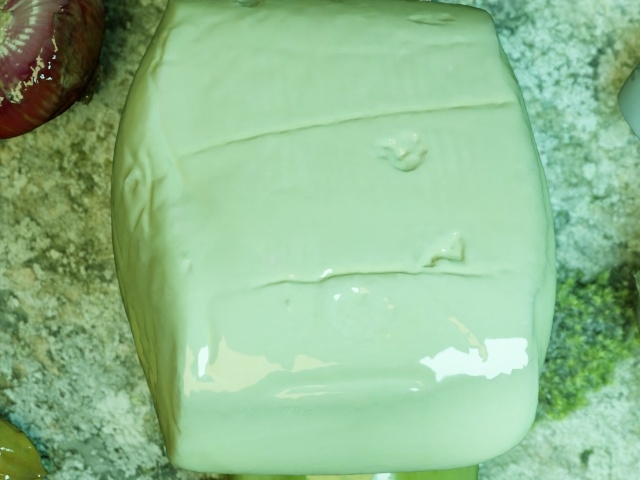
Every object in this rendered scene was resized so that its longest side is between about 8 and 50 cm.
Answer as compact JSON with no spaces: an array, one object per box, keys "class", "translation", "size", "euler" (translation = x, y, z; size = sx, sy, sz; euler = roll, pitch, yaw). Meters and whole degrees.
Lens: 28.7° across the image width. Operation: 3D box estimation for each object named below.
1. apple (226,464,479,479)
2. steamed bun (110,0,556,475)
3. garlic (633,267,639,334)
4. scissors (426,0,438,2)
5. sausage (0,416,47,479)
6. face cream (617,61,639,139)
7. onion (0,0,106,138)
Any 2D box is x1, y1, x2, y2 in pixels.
[{"class":"apple","translation":[0.028,0.217,1.317],"size":[0.279,0.279,0.279],"euler":[4,104,18]},{"class":"steamed bun","translation":[0.000,0.000,1.134],"size":[0.371,0.290,0.456],"euler":[0,58,-3]},{"class":"garlic","translation":[0.421,0.033,1.152],"size":[0.203,0.184,0.281],"euler":[39,113,22]},{"class":"scissors","translation":[0.101,-0.197,1.298],"size":[0.125,0.030,0.256],"euler":[-16,98,20]},{"class":"sausage","translation":[-0.516,0.254,1.577],"size":[0.353,0.116,0.134],"euler":[10,95,13]},{"class":"face cream","translation":[0.349,-0.136,1.180],"size":[0.104,0.117,0.117],"euler":[-40,88,30]},{"class":"onion","translation":[-0.315,-0.213,1.382],"size":[0.230,0.163,0.230],"euler":[-13,69,35]}]
